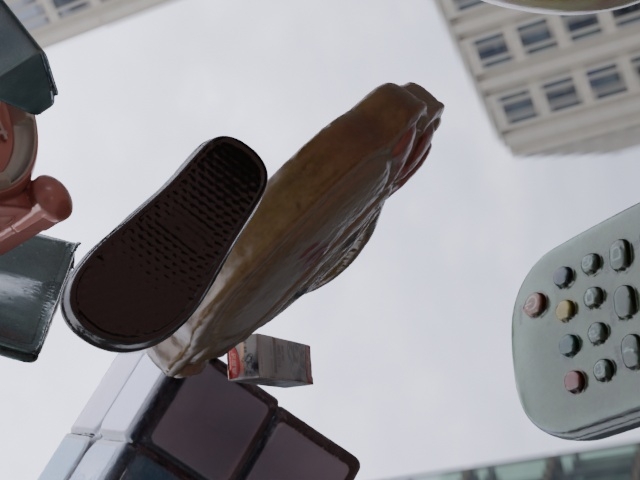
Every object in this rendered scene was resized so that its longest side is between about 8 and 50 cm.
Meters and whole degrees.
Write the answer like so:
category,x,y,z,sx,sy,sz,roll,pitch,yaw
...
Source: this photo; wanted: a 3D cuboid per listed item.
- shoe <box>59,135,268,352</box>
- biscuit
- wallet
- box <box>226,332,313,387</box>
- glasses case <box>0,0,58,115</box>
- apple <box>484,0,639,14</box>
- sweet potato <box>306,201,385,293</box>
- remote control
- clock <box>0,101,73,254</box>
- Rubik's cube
category,x,y,z,sx,sy,sz,roll,pitch,yaw
shoe,-0.085,0.006,0.760,0.062,0.053,0.159,43,-125,-8
biscuit,-0.015,-0.009,1.347,0.074,0.359,0.381,46,-178,11
wallet,-0.372,0.025,1.372,0.290,0.251,0.054,-107,33,-74
box,-0.059,0.148,1.714,0.218,0.040,0.055,24,-120,-72
glasses case,-0.301,-0.219,1.109,0.266,0.056,0.105,51,-170,15
apple,0.126,-0.259,0.804,0.257,0.234,0.256,-16,-64,-37
sweet potato,0.003,0.001,1.808,0.108,0.346,0.079,-8,-121,-45
remote control,0.148,0.006,0.429,0.042,0.222,0.072,23,-125,-37
clock,-0.352,-0.099,1.169,0.227,0.142,0.241,-7,-107,-59
Rubik's cube,-0.189,0.351,1.955,0.313,0.316,0.318,37,-108,-18
